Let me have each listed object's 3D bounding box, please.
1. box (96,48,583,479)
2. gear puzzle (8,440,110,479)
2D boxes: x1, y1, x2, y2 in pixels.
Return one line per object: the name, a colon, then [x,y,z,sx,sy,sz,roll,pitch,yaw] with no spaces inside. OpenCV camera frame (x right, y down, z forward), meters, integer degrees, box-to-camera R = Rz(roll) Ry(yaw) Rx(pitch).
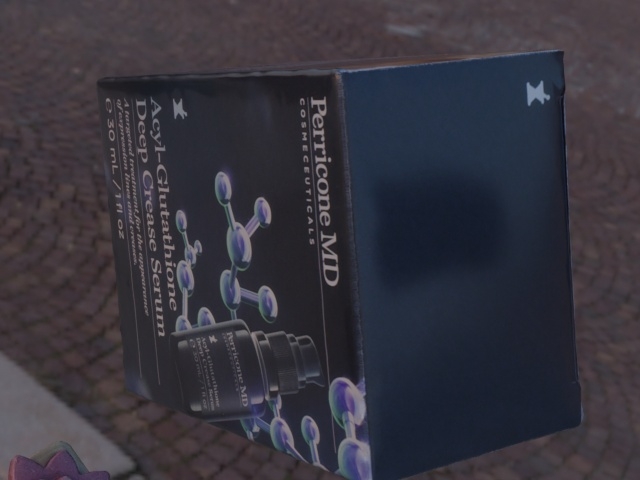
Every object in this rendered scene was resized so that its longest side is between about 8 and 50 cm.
box: [0.000,0.000,1.090,0.212,0.294,0.395,-10,10,-33]
gear puzzle: [-0.091,0.265,0.640,0.175,0.044,0.339,-31,80,-40]
